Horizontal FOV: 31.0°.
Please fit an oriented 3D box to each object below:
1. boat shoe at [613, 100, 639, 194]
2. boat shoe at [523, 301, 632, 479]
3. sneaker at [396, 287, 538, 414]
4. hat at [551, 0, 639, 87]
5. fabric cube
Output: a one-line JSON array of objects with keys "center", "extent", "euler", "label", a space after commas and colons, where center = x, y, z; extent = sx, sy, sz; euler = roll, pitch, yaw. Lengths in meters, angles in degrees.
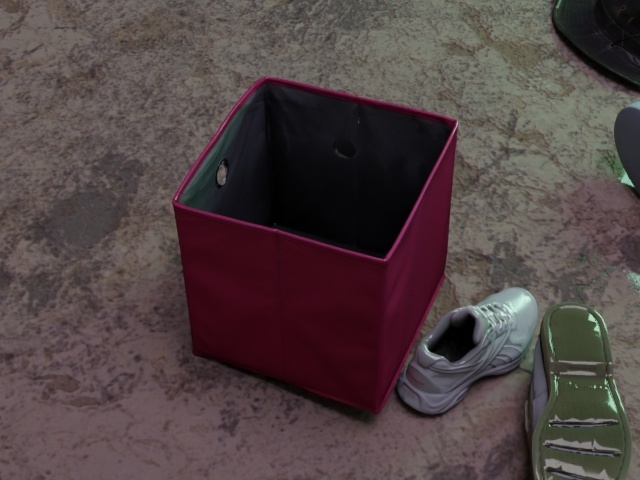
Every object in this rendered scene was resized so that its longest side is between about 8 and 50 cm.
[{"center": [0.584, -0.075, 1.637], "extent": [0.156, 0.136, 0.367], "euler": [-24, 58, -27], "label": "boat shoe"}, {"center": [0.293, 0.218, 1.338], "extent": [0.113, 0.103, 0.302], "euler": [9, 47, 6], "label": "boat shoe"}, {"center": [0.195, 0.116, 1.409], "extent": [0.090, 0.115, 0.232], "euler": [38, 53, 23], "label": "sneaker"}, {"center": [0.558, -0.391, 1.926], "extent": [0.331, 0.134, 0.331], "euler": [4, 48, -5], "label": "hat"}, {"center": [0.000, 0.000, 1.368], "extent": [0.259, 0.258, 0.254], "euler": [15, 47, 16], "label": "fabric cube"}]
